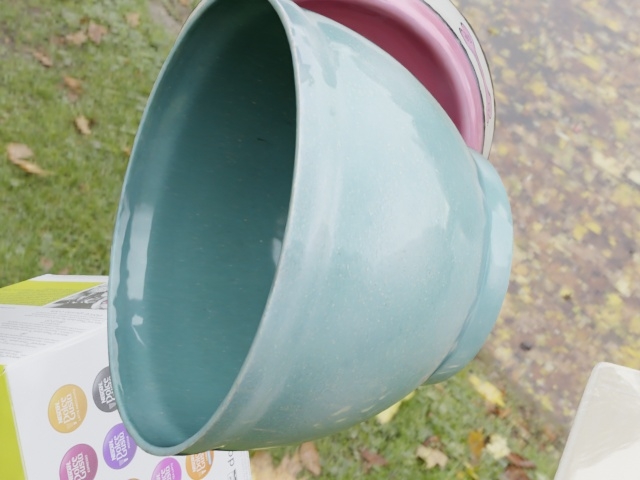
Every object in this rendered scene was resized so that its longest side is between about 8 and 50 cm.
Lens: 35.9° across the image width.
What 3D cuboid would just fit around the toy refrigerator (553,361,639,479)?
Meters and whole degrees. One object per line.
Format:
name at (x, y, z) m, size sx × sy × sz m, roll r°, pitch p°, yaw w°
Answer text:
toy refrigerator at (0.180, 0.157, 0.448) m, size 0.094 × 0.269 × 0.102 m, roll 13°, pitch 70°, yaw 32°

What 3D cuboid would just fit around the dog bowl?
dog bowl at (0.004, -0.130, 1.139) m, size 0.408 × 0.408 × 0.150 m, roll 21°, pitch 17°, yaw -4°

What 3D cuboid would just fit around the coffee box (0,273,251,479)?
coffee box at (-0.325, 0.243, 1.203) m, size 0.338 × 0.337 × 0.334 m, roll 1°, pitch 14°, yaw 36°

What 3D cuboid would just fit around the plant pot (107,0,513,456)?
plant pot at (0.000, 0.000, 0.655) m, size 0.196 × 0.293 × 0.293 m, roll 11°, pitch 46°, yaw -28°
